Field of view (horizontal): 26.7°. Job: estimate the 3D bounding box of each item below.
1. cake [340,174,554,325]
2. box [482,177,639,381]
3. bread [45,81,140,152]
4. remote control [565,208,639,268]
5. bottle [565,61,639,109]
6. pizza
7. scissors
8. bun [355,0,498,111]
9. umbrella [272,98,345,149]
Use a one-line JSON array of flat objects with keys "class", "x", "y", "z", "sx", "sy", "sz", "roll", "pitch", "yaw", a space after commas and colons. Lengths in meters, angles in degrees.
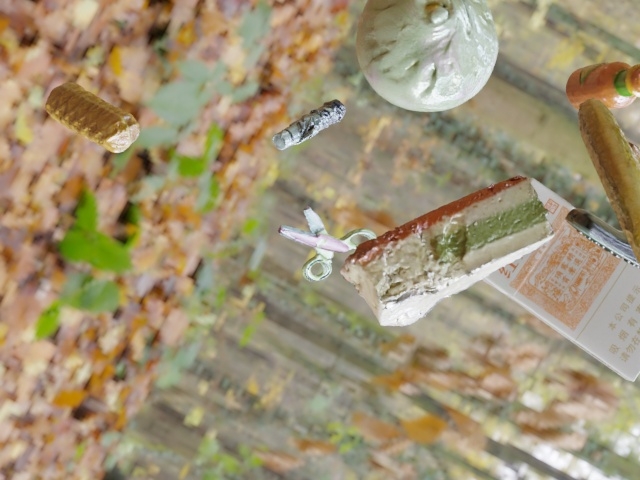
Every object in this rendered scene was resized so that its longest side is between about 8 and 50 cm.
[{"class": "cake", "x": 0.132, "y": 0.019, "z": 1.461, "sx": 0.220, "sy": 0.086, "sz": 0.117, "roll": -24, "pitch": 166, "yaw": -17}, {"class": "box", "x": 0.472, "y": 0.071, "z": 2.456, "sx": 0.204, "sy": 0.365, "sz": 0.051, "roll": -55, "pitch": -178, "yaw": -3}, {"class": "bread", "x": -0.265, "y": -0.143, "z": 1.562, "sx": 0.052, "sy": 0.157, "sz": 0.044, "roll": -39, "pitch": 133, "yaw": -21}, {"class": "remote control", "x": 0.448, "y": 0.013, "z": 1.927, "sx": 0.042, "sy": 0.222, "sz": 0.072, "roll": -62, "pitch": -164, "yaw": 8}, {"class": "bottle", "x": 0.416, "y": -0.220, "z": 1.906, "sx": 0.069, "sy": 0.069, "sz": 0.187, "roll": -62, "pitch": -163, "yaw": -7}, {"class": "pizza", "x": 0.365, "y": -0.029, "z": 1.512, "sx": 0.058, "sy": 0.292, "sz": 0.197, "roll": -26, "pitch": 152, "yaw": 14}, {"class": "scissors", "x": 0.000, "y": 0.000, "z": 2.104, "sx": 0.133, "sy": 0.020, "sz": 0.187, "roll": -35, "pitch": 146, "yaw": 11}, {"class": "bun", "x": 0.202, "y": -0.383, "z": 2.547, "sx": 0.283, "sy": 0.283, "sz": 0.179, "roll": -62, "pitch": 176, "yaw": -1}, {"class": "umbrella", "x": -0.017, "y": -0.212, "z": 2.451, "sx": 0.050, "sy": 0.046, "sz": 0.188, "roll": -18, "pitch": -171, "yaw": 42}]
